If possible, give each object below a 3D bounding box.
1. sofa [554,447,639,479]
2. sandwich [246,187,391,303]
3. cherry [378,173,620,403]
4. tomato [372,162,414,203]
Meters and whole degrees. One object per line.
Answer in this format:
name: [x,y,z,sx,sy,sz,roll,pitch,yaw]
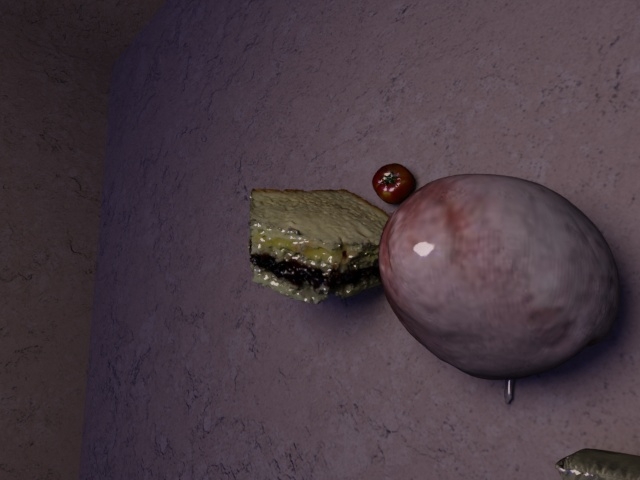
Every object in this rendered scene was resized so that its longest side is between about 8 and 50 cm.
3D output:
sofa: [0.396,0.364,0.480,0.210,0.176,0.225,-5,74,41]
sandwich: [0.000,-0.001,0.848,0.262,0.326,0.131,37,122,40]
cherry: [0.245,0.050,0.628,0.327,0.335,0.291,20,74,21]
tomato: [0.155,-0.118,0.916,0.087,0.075,0.087,-9,68,24]
